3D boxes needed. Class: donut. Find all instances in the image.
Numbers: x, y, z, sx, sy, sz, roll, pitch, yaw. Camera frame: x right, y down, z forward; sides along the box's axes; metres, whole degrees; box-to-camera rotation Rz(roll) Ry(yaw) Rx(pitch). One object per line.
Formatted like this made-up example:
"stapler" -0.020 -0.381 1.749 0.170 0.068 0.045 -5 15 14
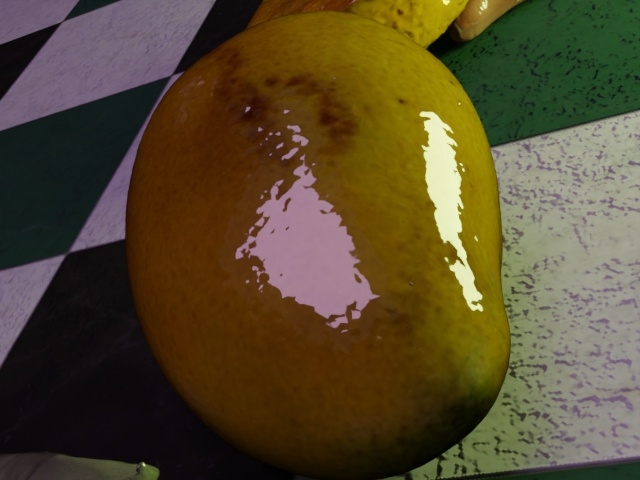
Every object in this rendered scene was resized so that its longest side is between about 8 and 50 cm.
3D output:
"donut" 0.049 -0.261 1.093 0.303 0.110 0.303 -34 27 20

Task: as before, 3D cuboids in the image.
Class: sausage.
"sausage" 0.207 -0.260 1.066 0.186 0.043 0.043 -31 32 -4

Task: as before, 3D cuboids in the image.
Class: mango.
"mango" 0.000 0.000 0.701 0.263 0.221 0.378 -23 41 3

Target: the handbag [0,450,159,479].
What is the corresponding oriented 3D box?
"handbag" -0.212 0.227 0.602 0.253 0.109 0.315 -49 14 -24
